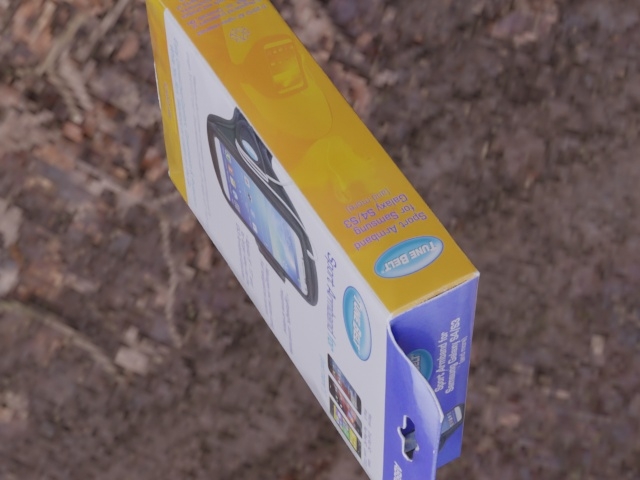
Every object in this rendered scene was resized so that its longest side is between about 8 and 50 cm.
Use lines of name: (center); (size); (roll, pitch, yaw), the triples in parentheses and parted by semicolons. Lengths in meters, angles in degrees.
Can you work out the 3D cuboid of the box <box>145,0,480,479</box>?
box: (0.000, 0.000, 0.442); (0.136, 0.028, 0.081); (53, 159, 31)
